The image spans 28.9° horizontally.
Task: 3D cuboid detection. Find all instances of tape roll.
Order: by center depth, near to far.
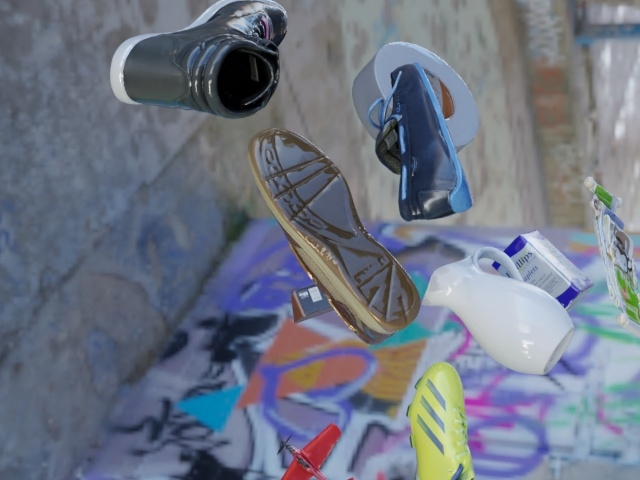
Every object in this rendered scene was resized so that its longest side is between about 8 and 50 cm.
[{"bbox_3d":[0.162,-0.230,2.109,0.219,0.072,0.219,21,48,-25],"label":"tape roll"}]

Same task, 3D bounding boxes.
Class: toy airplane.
[{"bbox_3d":[-0.006,0.360,1.906,0.028,0.151,0.151,30,64,-75],"label":"toy airplane"}]

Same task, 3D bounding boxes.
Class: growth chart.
[{"bbox_3d":[0.441,0.031,1.828,0.172,0.021,0.237,12,65,-59],"label":"growth chart"}]

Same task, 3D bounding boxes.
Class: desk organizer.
[{"bbox_3d":[0.011,0.094,2.066,0.130,0.050,0.047,-17,77,-29],"label":"desk organizer"}]

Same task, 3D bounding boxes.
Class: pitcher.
[{"bbox_3d":[0.283,0.096,1.855,0.178,0.207,0.125,-36,151,-40],"label":"pitcher"}]

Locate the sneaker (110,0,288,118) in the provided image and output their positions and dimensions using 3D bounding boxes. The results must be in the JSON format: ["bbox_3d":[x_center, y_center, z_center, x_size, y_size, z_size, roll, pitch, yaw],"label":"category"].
[{"bbox_3d":[-0.086,-0.203,1.400,0.296,0.147,0.104,-32,131,-51],"label":"sneaker"}]

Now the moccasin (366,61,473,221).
[{"bbox_3d":[0.129,-0.155,1.829,0.342,0.117,0.137,-100,167,-56],"label":"moccasin"}]

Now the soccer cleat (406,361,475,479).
[{"bbox_3d":[0.178,0.305,1.729,0.093,0.121,0.289,28,59,-34],"label":"soccer cleat"}]

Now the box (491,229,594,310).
[{"bbox_3d":[0.364,0.056,2.027,0.072,0.137,0.126,-50,166,17],"label":"box"}]

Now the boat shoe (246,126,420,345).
[{"bbox_3d":[0.000,0.000,1.741,0.123,0.342,0.123,-34,171,-33],"label":"boat shoe"}]
